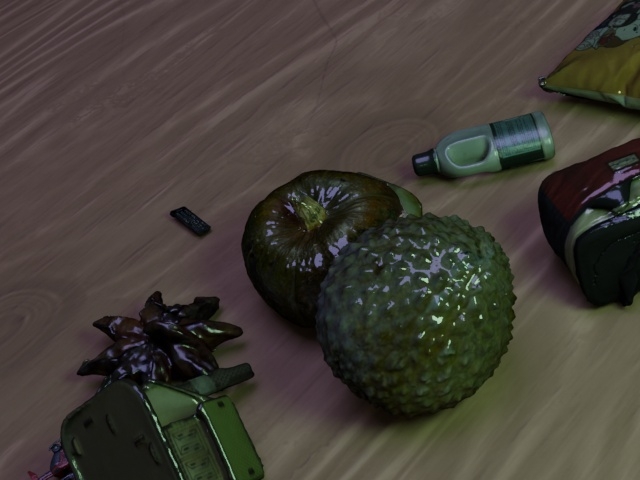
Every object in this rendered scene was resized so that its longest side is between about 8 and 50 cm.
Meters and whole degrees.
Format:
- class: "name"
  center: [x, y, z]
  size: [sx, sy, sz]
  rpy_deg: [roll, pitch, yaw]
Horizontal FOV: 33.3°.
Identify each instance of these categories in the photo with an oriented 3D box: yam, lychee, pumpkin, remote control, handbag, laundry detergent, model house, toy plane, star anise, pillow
- class: "yam"
  center: [0.104, -0.061, 1.703]
  size: [0.070, 0.069, 0.146]
  rpy_deg: [-41, 43, -25]
- class: "lychee"
  center: [0.124, 0.093, 1.377]
  size: [0.274, 0.255, 0.255]
  rpy_deg: [-42, 15, 48]
- class: "pumpkin"
  center: [-0.001, -0.003, 1.582]
  size: [0.260, 0.189, 0.260]
  rpy_deg: [-12, 39, 10]
- class: "remote control"
  center: [-0.221, -0.032, 1.832]
  size: [0.034, 0.016, 0.091]
  rpy_deg: [-22, 37, -30]
- class: "handbag"
  center: [0.440, -0.036, 1.466]
  size: [0.255, 0.181, 0.181]
  rpy_deg: [-21, 38, 0]
- class: "laundry detergent"
  center: [0.260, -0.147, 1.743]
  size: [0.226, 0.070, 0.099]
  rpy_deg: [-13, 46, 5]
- class: "model house"
  center: [-0.151, 0.267, 1.394]
  size: [0.279, 0.218, 0.205]
  rpy_deg: [-14, -14, -46]
- class: "toy plane"
  center: [-0.354, 0.311, 1.474]
  size: [0.145, 0.037, 0.060]
  rpy_deg: [-35, 53, -25]
- class: "star anise"
  center: [-0.245, 0.152, 1.560]
  size: [0.272, 0.102, 0.272]
  rpy_deg: [-7, 44, 7]
- class: "pillow"
  center: [0.572, -0.313, 1.779]
  size: [0.312, 0.119, 0.310]
  rpy_deg: [21, 50, 39]
